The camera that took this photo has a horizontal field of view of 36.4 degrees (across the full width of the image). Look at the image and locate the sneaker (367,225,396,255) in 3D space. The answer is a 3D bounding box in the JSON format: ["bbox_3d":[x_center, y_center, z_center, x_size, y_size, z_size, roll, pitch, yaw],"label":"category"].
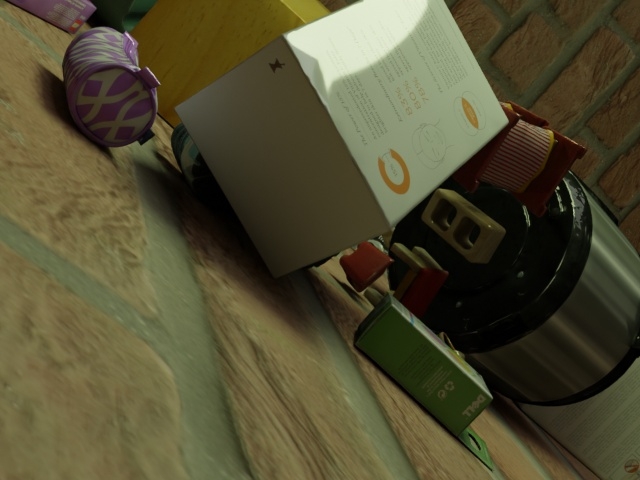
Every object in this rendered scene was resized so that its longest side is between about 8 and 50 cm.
[{"bbox_3d":[0.251,0.002,2.264,0.366,0.210,0.137,47,7,39],"label":"sneaker"}]

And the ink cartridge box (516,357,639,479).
[{"bbox_3d":[0.605,0.310,1.891,0.385,0.308,0.091,41,6,-17],"label":"ink cartridge box"}]

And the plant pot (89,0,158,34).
[{"bbox_3d":[-0.319,-0.513,1.835,0.334,0.341,0.341,56,12,31],"label":"plant pot"}]

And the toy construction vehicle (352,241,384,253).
[{"bbox_3d":[0.080,0.009,1.985,0.098,0.035,0.086,36,3,9],"label":"toy construction vehicle"}]

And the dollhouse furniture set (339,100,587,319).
[{"bbox_3d":[0.176,-0.030,1.367,0.201,0.374,0.152,9,27,-47],"label":"dollhouse furniture set"}]

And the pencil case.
[{"bbox_3d":[-0.214,-0.161,0.982,0.086,0.088,0.206,42,5,-29],"label":"pencil case"}]

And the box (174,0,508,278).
[{"bbox_3d":[0.040,-0.140,1.097,0.215,0.168,0.345,60,38,-7],"label":"box"}]

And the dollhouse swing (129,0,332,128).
[{"bbox_3d":[-0.079,-0.264,1.557,0.347,0.315,0.305,42,3,0],"label":"dollhouse swing"}]

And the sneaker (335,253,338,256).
[{"bbox_3d":[0.000,0.000,1.540,0.035,0.031,0.083,29,-8,41],"label":"sneaker"}]

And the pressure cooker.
[{"bbox_3d":[0.356,0.084,1.672,0.420,0.375,0.370,37,23,-42],"label":"pressure cooker"}]

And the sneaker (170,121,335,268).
[{"bbox_3d":[-0.067,-0.068,1.191,0.283,0.110,0.122,37,4,-43],"label":"sneaker"}]

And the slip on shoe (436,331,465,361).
[{"bbox_3d":[0.193,0.180,1.420,0.051,0.041,0.135,40,6,-25],"label":"slip on shoe"}]

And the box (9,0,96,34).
[{"bbox_3d":[-0.437,-0.388,1.296,0.201,0.057,0.293,44,6,6],"label":"box"}]

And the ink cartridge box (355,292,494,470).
[{"bbox_3d":[0.136,0.156,1.109,0.209,0.062,0.109,43,5,-1],"label":"ink cartridge box"}]

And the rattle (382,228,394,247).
[{"bbox_3d":[0.093,-0.019,1.987,0.130,0.142,0.200,-157,-133,-72],"label":"rattle"}]
